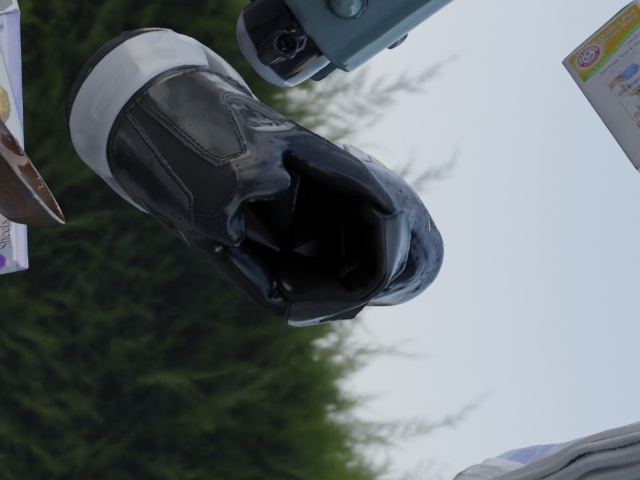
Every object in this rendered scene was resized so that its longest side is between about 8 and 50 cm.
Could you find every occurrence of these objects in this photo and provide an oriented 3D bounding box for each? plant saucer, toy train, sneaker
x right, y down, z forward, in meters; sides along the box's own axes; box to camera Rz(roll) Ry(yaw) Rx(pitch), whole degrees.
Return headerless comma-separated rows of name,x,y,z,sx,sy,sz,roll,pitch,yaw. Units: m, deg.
plant saucer,-0.218,-0.072,0.787,0.168,0.029,0.168,53,-5,7
toy train,0.079,-0.230,0.919,0.142,0.334,0.190,53,24,-13
sneaker,0.000,0.000,0.525,0.106,0.078,0.234,44,8,35

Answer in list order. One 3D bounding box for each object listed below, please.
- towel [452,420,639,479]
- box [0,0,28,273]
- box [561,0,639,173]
towel,0.123,0.096,0.551,0.285,0.209,0.034,-1,70,-58
box,-0.294,-0.092,1.109,0.324,0.067,0.063,104,-31,-48
box,0.346,-0.134,1.286,0.114,0.103,0.203,36,22,-36
